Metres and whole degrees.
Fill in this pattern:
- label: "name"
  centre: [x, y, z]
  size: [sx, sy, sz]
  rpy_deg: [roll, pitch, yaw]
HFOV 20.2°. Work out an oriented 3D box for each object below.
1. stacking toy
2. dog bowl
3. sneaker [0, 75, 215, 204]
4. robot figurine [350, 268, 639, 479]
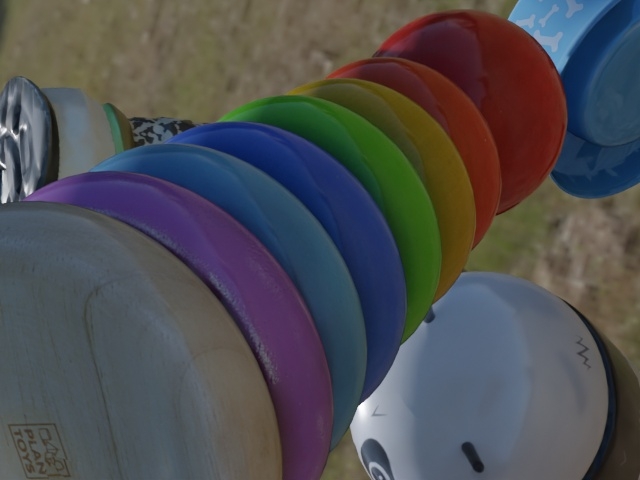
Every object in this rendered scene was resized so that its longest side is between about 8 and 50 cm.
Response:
- label: "stacking toy"
  centre: [0.000, 0.000, 0.656]
  size: [0.330, 0.141, 0.141]
  rpy_deg: [-36, -20, -51]
- label: "dog bowl"
  centre: [0.235, -0.154, 1.158]
  size: [0.074, 0.297, 0.166]
  rpy_deg: [43, 163, 38]
- label: "sneaker"
  centre: [-0.067, 0.116, 0.901]
  size: [0.158, 0.182, 0.410]
  rpy_deg: [-121, 30, -62]
- label: "robot figurine"
  centre: [0.124, 0.123, 1.177]
  size: [0.209, 0.278, 0.173]
  rpy_deg: [24, 84, 28]
